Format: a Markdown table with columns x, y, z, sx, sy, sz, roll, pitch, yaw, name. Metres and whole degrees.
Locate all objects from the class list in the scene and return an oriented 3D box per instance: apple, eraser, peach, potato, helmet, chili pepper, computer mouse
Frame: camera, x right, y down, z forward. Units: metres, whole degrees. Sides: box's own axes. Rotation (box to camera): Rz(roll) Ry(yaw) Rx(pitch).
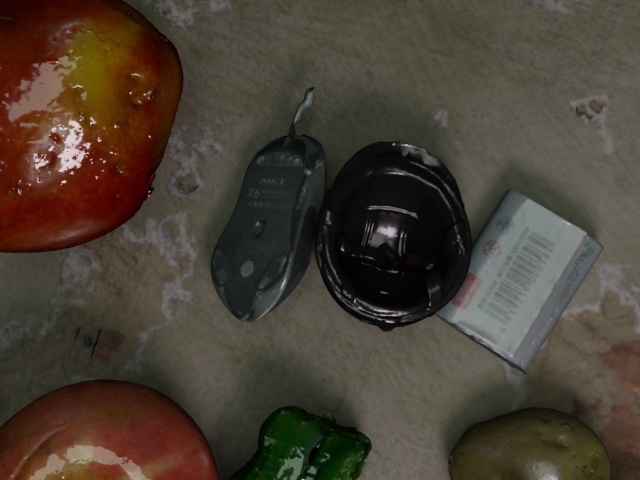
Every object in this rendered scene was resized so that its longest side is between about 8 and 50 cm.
| x | y | z | sx | sy | sz | roll | pitch | yaw | name |
| --- | --- | --- | --- | --- | --- | --- | --- | --- | --- |
| -0.316 | 0.378 | 1.597 | 0.364 | 0.364 | 0.364 | 0 | 83 | 4 | apple |
| 0.299 | 0.062 | 1.713 | 0.174 | 0.081 | 0.227 | 33 | 86 | 3 | eraser |
| -0.395 | -0.175 | 1.658 | 0.353 | 0.339 | 0.416 | 39 | 92 | 8 | peach |
| 0.305 | 0.337 | 1.647 | 0.235 | 0.160 | 0.178 | 7 | 59 | 14 | potato |
| 0.101 | 0.006 | 1.692 | 0.231 | 0.160 | 0.279 | 6 | 69 | -4 | helmet |
| -0.071 | 0.421 | 1.637 | 0.167 | 0.213 | 0.385 | 18 | 82 | 25 | chili pepper |
| -0.054 | -0.054 | 1.732 | 0.167 | 0.090 | 0.379 | 10 | 79 | 40 | computer mouse |
